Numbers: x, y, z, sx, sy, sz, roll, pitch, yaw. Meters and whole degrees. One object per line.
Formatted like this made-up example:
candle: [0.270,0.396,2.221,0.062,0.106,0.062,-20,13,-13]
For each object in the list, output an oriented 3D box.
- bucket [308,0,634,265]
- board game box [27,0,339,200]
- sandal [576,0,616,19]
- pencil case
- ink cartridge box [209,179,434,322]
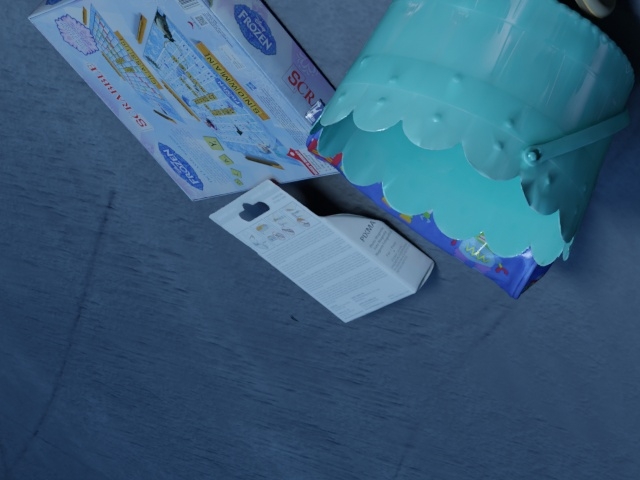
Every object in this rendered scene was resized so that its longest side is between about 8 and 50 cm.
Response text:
bucket: [0.149,-0.118,1.590,0.281,0.183,0.281,27,170,5]
board game box: [-0.145,-0.193,1.982,0.318,0.066,0.318,-8,130,51]
sandal: [0.227,-0.270,1.476,0.049,0.072,0.180,-9,131,33]
pencil case: [0.128,-0.069,1.817,0.306,0.119,0.133,35,140,2]
ink cartridge box: [0.000,0.000,2.104,0.232,0.066,0.189,41,152,-12]
